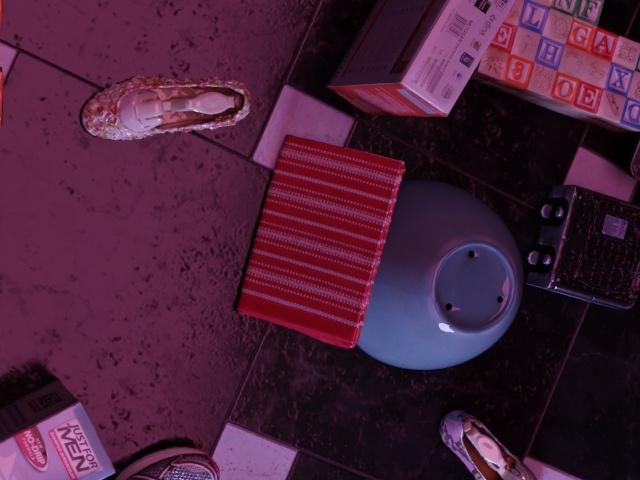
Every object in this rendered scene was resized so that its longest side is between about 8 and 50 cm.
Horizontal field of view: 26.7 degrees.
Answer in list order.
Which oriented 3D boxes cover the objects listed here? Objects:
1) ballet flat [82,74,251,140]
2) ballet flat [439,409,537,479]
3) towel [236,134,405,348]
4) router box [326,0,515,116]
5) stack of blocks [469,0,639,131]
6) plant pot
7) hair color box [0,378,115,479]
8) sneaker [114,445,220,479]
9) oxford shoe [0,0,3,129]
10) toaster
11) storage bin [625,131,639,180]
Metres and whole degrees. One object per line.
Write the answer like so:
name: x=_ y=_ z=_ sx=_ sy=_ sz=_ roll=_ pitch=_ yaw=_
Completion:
ballet flat: x=-0.207 y=-0.189 z=1.868 sx=0.241 sy=0.077 sz=0.091 roll=-11 pitch=99 yaw=-18
ballet flat: x=0.271 y=0.347 z=2.080 sx=0.077 sy=0.079 sz=0.221 roll=-47 pitch=108 yaw=-11
towel: x=0.000 y=0.000 z=1.924 sx=0.199 sy=0.031 sz=0.275 roll=15 pitch=88 yaw=23
router box: x=0.169 y=-0.335 z=1.868 sx=0.082 sy=0.301 sz=0.335 roll=32 pitch=86 yaw=-18
stack of blocks: x=0.371 y=-0.291 z=2.063 sx=0.297 sy=0.087 sz=0.171 roll=17 pitch=88 yaw=-20
plant pot: x=0.181 y=0.059 z=1.964 sx=0.290 sy=0.195 sz=0.290 roll=-2 pitch=95 yaw=-20
hair color box: x=-0.472 y=0.325 z=1.752 sx=0.374 sy=0.185 sz=0.114 roll=-27 pitch=102 yaw=-16
sneaker: x=-0.268 y=0.394 z=1.872 sx=0.299 sy=0.112 sz=0.121 roll=-30 pitch=103 yaw=-16
oxford shoe: x=-0.464 y=-0.279 z=1.760 sx=0.098 sy=0.097 sz=0.271 roll=0 pitch=94 yaw=-14
toaster: x=0.424 y=0.010 z=2.093 sx=0.185 sy=0.110 sz=0.168 roll=15 pitch=89 yaw=-20
storage bin: x=0.564 y=-0.166 z=2.111 sx=0.122 sy=0.084 sz=0.180 roll=20 pitch=97 yaw=6
